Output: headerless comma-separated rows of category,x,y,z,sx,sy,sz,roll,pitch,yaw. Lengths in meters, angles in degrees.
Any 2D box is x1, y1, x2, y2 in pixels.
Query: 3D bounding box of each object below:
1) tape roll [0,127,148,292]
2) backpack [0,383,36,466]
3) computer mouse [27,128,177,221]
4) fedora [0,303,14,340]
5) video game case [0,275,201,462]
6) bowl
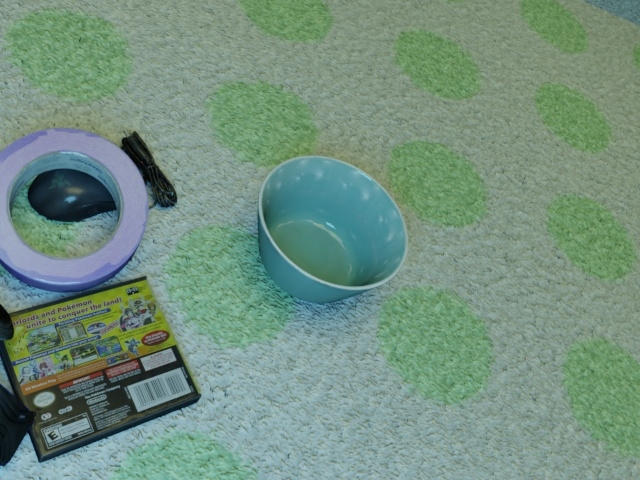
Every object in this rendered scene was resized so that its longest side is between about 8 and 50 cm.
tape roll,-0.441,-0.051,1.319,0.274,0.090,0.275,5,76,-19
backpack,-0.497,0.260,1.103,0.101,0.120,0.098,-3,45,18
computer mouse,-0.419,-0.121,1.450,0.272,0.072,0.188,-22,70,-36
fedora,-0.623,0.095,1.113,0.334,0.334,0.152,35,83,0
video game case,-0.372,0.202,1.269,0.274,0.035,0.248,-16,66,-33
bowl,0.000,0.000,1.511,0.311,0.163,0.312,13,53,-18
